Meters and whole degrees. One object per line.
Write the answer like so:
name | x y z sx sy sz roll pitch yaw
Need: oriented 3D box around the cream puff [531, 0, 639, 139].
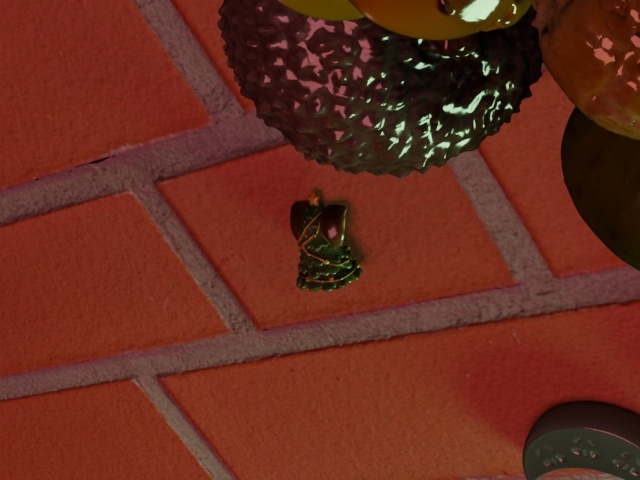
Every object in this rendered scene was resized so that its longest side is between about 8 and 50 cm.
cream puff | 0.277 -0.240 0.933 0.327 0.343 0.231 28 175 -4

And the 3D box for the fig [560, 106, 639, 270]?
fig | 0.313 -0.087 1.154 0.203 0.203 0.225 27 145 7

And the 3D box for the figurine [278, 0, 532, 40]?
figurine | 0.055 -0.242 0.914 0.215 0.228 0.215 12 169 2

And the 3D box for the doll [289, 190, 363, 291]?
doll | -0.005 0.008 1.528 0.078 0.077 0.113 5 131 39

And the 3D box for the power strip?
power strip | 0.333 0.247 1.571 0.216 0.044 0.137 7 131 27

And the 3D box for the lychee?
lychee | 0.048 -0.200 1.159 0.300 0.300 0.300 17 136 17
